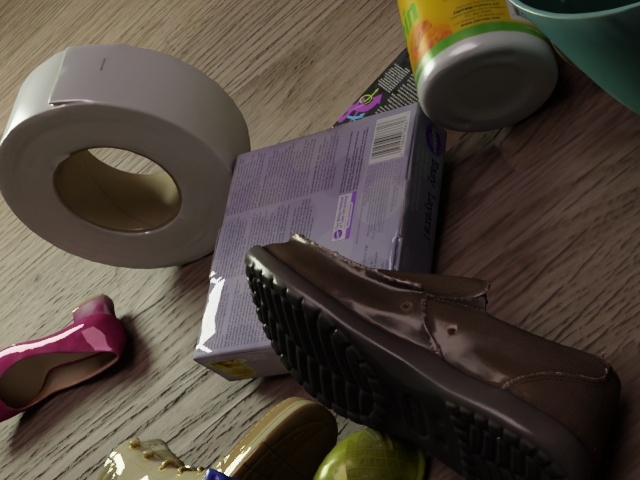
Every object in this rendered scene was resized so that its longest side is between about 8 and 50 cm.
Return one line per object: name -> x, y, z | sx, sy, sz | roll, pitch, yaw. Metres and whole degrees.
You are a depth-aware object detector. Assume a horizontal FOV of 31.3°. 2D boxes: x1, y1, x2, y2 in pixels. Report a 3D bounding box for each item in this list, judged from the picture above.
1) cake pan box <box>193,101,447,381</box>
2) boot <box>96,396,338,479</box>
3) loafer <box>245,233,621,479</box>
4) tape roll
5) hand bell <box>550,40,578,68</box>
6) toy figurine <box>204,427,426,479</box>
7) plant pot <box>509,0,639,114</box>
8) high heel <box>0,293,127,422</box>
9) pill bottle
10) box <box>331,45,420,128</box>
cake pan box -> 0.000, 0.000, 1.157 | 0.245, 0.070, 0.267 | -13, 55, 34
boot -> -0.113, 0.226, 1.080 | 0.262, 0.095, 0.203 | -55, 34, 0
loafer -> 0.087, 0.090, 0.939 | 0.366, 0.134, 0.130 | 30, 55, 33
tape roll -> -0.226, -0.091, 1.327 | 0.286, 0.286, 0.100 | -24, 42, 32
hand bell -> 0.258, -0.264, 1.149 | 0.126, 0.126, 0.242 | -40, 23, 14
toy figurine -> -0.069, 0.272, 0.879 | 0.363, 0.217, 0.191 | -52, 35, -3
plant pot -> 0.318, -0.214, 0.894 | 0.293, 0.235, 0.293 | -28, 40, 27
high heel -> -0.335, 0.171, 1.386 | 0.244, 0.082, 0.117 | -34, 33, 4
pill bottle -> 0.147, -0.244, 1.152 | 0.136, 0.136, 0.246 | -28, 53, 28
box -> 0.096, -0.156, 1.260 | 0.162, 0.029, 0.116 | -46, 36, 3
